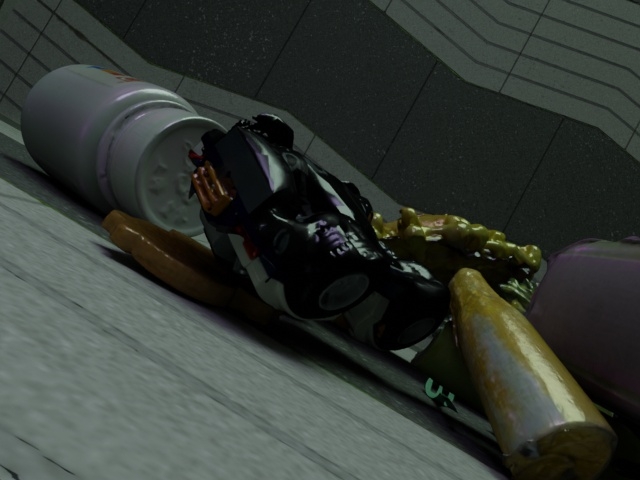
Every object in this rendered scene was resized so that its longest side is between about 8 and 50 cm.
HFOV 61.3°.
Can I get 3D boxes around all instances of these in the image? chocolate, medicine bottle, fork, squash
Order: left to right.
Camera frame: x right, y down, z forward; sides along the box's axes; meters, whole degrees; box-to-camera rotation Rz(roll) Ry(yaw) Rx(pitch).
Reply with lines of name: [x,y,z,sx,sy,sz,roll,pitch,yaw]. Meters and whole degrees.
medicine bottle: [-0.236,-0.115,0.667,0.293,0.170,0.170,25,-5,40]
fork: [0.130,0.172,0.581,0.039,0.021,0.235,24,-3,14]
chocolate: [0.163,0.101,0.468,0.085,0.086,0.219,30,24,-22]
squash: [0.212,0.169,0.540,0.250,0.083,0.083,35,-3,8]

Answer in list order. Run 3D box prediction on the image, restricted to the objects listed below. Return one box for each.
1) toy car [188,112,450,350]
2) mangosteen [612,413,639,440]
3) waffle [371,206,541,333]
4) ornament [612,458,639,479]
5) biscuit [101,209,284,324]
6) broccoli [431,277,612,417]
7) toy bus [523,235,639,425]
toy car: [-0.002,0.001,0.499,0.301,0.118,0.193,28,27,-53]
mangosteen: [0.643,0.363,0.905,0.287,0.288,0.233,29,36,4]
waffle: [0.149,0.065,0.920,0.379,0.095,0.382,16,-33,-32]
ornament: [0.297,0.218,0.340,0.202,0.080,0.236,24,-8,26]
biscuit: [-0.098,0.030,0.463,0.133,0.027,0.184,36,1,15]
broccoli: [0.319,0.186,0.789,0.245,0.288,0.248,41,-28,64]
toy bus: [0.303,0.080,0.401,0.162,0.171,0.386,28,-3,-8]
